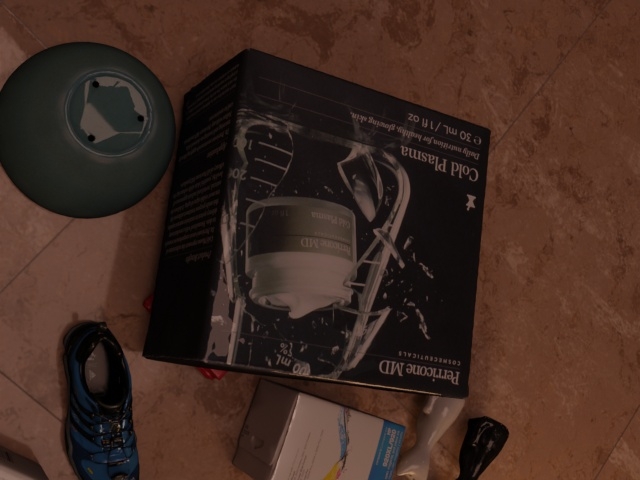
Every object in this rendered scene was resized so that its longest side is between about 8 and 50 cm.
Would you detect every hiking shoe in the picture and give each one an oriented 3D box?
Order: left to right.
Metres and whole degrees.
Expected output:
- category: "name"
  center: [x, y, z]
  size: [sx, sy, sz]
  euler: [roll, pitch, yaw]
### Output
- category: "hiking shoe"
  center: [-0.351, 0.282, 1.262]
  size: [0.113, 0.132, 0.304]
  euler: [-13, 92, -26]

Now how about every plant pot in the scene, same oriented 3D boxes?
- category: "plant pot"
  center: [-0.350, -0.184, 1.244]
  size: [0.290, 0.195, 0.290]
  euler: [1, 88, -27]

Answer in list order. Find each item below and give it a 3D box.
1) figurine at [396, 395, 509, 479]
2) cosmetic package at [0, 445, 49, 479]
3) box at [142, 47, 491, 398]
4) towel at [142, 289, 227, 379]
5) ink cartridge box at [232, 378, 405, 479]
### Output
- category: "figurine"
  center: [0.255, 0.422, 1.576]
  size: [0.215, 0.092, 0.209]
  euler: [38, 64, -20]
- category: "cosmetic package"
  center: [-0.584, 0.472, 1.136]
  size: [0.217, 0.156, 0.385]
  euler: [35, 75, -22]
- category: "box"
  center: [0.000, 0.000, 1.338]
  size: [0.480, 0.297, 0.471]
  euler: [12, 79, -27]
- category: "towel"
  center: [-0.161, 0.092, 1.425]
  size: [0.275, 0.031, 0.199]
  euler: [-46, 106, -22]
- category: "ink cartridge box"
  center: [-0.005, 0.368, 1.418]
  size: [0.233, 0.171, 0.168]
  euler: [23, 79, -25]
